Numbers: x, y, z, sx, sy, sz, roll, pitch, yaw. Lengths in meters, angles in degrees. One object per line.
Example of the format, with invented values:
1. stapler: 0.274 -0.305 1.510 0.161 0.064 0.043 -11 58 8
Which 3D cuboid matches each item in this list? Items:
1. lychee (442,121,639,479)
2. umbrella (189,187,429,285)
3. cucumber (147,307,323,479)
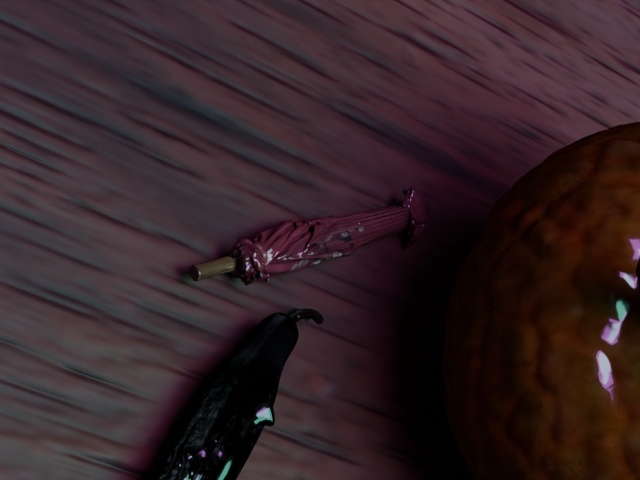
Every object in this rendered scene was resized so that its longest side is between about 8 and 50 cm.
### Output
1. lychee: 0.185 0.058 0.934 0.255 0.300 0.255 1 63 -2
2. umbrella: 0.000 0.000 0.933 0.165 0.025 0.027 -16 68 -46
3. cucumber: -0.040 0.082 0.864 0.163 0.039 0.043 -61 141 -33
